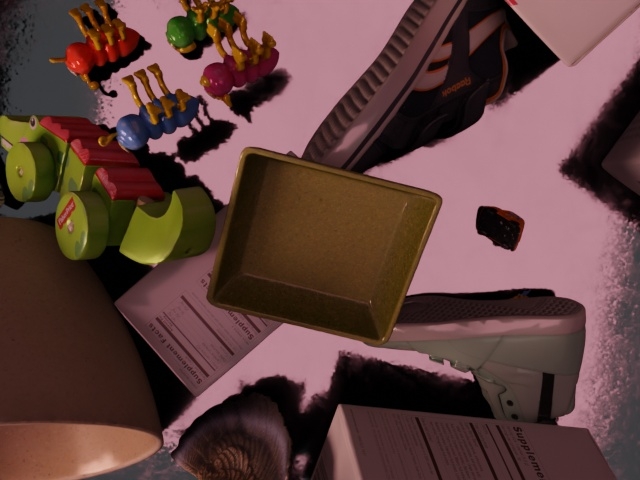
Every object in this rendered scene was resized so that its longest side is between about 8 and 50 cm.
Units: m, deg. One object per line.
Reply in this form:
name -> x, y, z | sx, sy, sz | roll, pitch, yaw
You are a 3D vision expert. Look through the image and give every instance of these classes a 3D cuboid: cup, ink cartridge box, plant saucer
cup -> -0.337, 0.114, 1.007 | 0.331, 0.331, 0.237 | -9, 69, 2
ink cartridge box -> 0.229, -0.274, 0.982 | 0.100, 0.237, 0.172 | -43, 91, 18
plant saucer -> 0.000, 0.000, 0.936 | 0.188, 0.045, 0.188 | 14, 124, -5

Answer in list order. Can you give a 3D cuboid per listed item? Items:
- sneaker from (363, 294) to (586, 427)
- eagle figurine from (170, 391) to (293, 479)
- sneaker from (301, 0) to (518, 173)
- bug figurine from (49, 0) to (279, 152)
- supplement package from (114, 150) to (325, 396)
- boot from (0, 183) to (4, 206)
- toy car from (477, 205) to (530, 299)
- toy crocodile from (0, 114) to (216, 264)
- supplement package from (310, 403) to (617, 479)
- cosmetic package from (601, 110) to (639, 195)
sneaker -> 0.164, 0.144, 1.085 | 0.255, 0.094, 0.151 | 0, 109, 12
eagle figurine -> -0.093, 0.295, 0.988 | 0.225, 0.298, 0.226 | 44, 95, 6
sneaker -> 0.108, -0.151, 1.010 | 0.127, 0.126, 0.321 | 44, 65, -16
bug figurine -> -0.161, -0.188, 1.034 | 0.216, 0.279, 0.072 | -26, 131, -13
supplement package -> -0.080, 0.032, 1.059 | 0.244, 0.139, 0.134 | -41, 92, 2
boot -> -0.409, -0.125, 1.094 | 0.190, 0.069, 0.086 | 44, 94, 2
toy car -> 0.212, 0.019, 1.114 | 0.040, 0.060, 0.122 | -19, 115, -40
toy crocodile -> -0.231, -0.064, 0.997 | 0.340, 0.115, 0.105 | 37, 118, 42
supplement package -> 0.146, 0.298, 0.985 | 0.292, 0.175, 0.178 | 9, 120, -17
cosmetic package -> 0.509, -0.217, 0.993 | 0.161, 0.230, 0.453 | 35, 94, -1
